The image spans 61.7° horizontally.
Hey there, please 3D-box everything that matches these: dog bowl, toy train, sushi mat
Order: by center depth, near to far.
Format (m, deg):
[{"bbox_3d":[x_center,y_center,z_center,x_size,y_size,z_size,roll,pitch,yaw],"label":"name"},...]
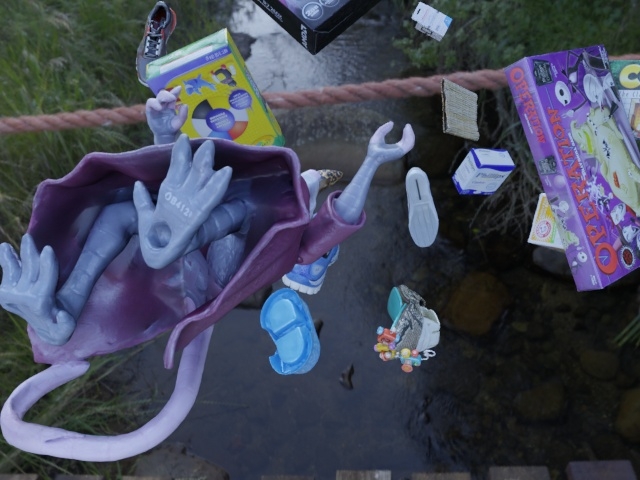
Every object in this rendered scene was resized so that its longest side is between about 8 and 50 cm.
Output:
[{"bbox_3d":[0.201,0.283,1.363,0.166,0.125,0.046,28,53,-10],"label":"toy train"},{"bbox_3d":[0.422,-0.384,1.603,0.019,0.151,0.316,-3,3,32],"label":"sushi mat"},{"bbox_3d":[-0.093,0.295,1.725,0.166,0.074,0.297,-35,50,18],"label":"dog bowl"}]

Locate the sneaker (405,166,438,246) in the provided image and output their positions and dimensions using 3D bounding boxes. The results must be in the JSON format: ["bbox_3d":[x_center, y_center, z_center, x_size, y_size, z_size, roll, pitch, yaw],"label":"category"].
[{"bbox_3d":[0.320,-0.108,1.683,0.094,0.258,0.091,-3,24,14],"label":"sneaker"}]

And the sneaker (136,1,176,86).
[{"bbox_3d":[-0.308,-0.364,0.985,0.061,0.065,0.158,10,89,-8],"label":"sneaker"}]

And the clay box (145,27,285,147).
[{"bbox_3d":[-0.145,-0.189,0.809,0.127,0.222,0.053,-21,48,9],"label":"clay box"}]

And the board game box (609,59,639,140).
[{"bbox_3d":[0.564,-0.238,0.914,0.259,0.136,0.030,9,21,26],"label":"board game box"}]

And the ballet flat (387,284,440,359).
[{"bbox_3d":[0.314,0.274,1.795,0.182,0.164,0.483,18,15,5],"label":"ballet flat"}]

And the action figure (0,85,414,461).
[{"bbox_3d":[-0.060,0.005,0.486,0.248,0.276,0.370,8,5,14],"label":"action figure"}]

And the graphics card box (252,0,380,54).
[{"bbox_3d":[-0.060,-0.597,1.150,0.233,0.094,0.371,-42,79,-12],"label":"graphics card box"}]

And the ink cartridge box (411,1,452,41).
[{"bbox_3d":[0.248,-0.495,1.214,0.083,0.028,0.048,28,81,-3],"label":"ink cartridge box"}]

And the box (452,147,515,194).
[{"bbox_3d":[0.498,-0.210,1.645,0.126,0.137,0.072,-1,55,-20],"label":"box"}]

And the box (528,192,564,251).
[{"bbox_3d":[0.541,-0.024,1.078,0.103,0.114,0.203,14,2,-29],"label":"box"}]

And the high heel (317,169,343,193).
[{"bbox_3d":[0.001,-0.173,2.060,0.261,0.093,0.186,-22,51,-15],"label":"high heel"}]

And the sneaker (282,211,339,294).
[{"bbox_3d":[0.000,0.000,1.402,0.130,0.147,0.330,22,30,-3],"label":"sneaker"}]

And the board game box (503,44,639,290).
[{"bbox_3d":[0.415,-0.119,0.822,0.208,0.056,0.347,-19,91,-27],"label":"board game box"}]
